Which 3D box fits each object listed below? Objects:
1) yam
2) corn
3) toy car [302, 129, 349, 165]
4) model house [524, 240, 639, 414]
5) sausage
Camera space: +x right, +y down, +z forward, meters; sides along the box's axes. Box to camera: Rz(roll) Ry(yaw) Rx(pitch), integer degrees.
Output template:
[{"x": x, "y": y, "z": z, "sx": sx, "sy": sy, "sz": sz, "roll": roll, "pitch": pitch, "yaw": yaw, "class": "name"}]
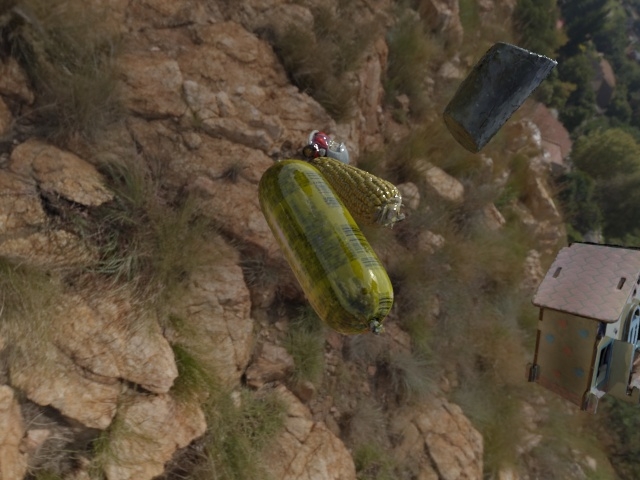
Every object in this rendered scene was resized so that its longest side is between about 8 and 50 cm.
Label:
[{"x": 0.393, "y": -0.336, "z": 0.961, "sx": 0.154, "sy": 0.254, "sz": 0.154, "roll": 35, "pitch": 20, "yaw": -15, "class": "yam"}, {"x": 0.064, "y": -0.113, "z": 0.911, "sx": 0.106, "sy": 0.106, "sz": 0.293, "roll": 6, "pitch": 23, "yaw": -39, "class": "corn"}, {"x": 0.018, "y": -0.206, "z": 1.086, "sx": 0.112, "sy": 0.139, "sz": 0.112, "roll": 8, "pitch": 32, "yaw": 9, "class": "toy car"}, {"x": 0.512, "y": 0.123, "z": 0.745, "sx": 0.326, "sy": 0.169, "sz": 0.245, "roll": -11, "pitch": 102, "yaw": -36, "class": "model house"}, {"x": 0.000, "y": 0.000, "z": 0.658, "sx": 0.123, "sy": 0.123, "sz": 0.347, "roll": -4, "pitch": 53, "yaw": -41, "class": "sausage"}]
